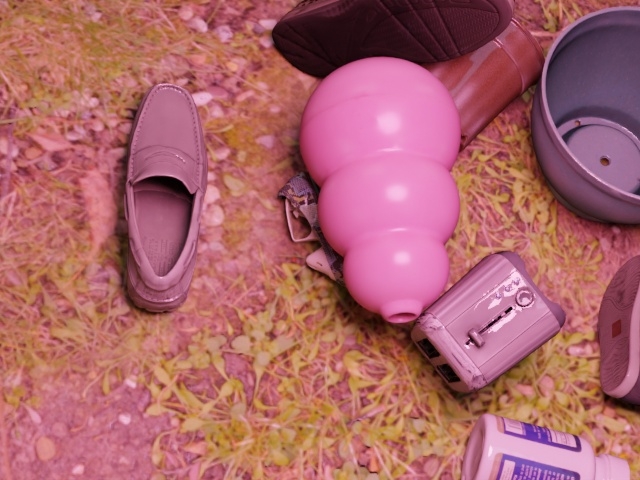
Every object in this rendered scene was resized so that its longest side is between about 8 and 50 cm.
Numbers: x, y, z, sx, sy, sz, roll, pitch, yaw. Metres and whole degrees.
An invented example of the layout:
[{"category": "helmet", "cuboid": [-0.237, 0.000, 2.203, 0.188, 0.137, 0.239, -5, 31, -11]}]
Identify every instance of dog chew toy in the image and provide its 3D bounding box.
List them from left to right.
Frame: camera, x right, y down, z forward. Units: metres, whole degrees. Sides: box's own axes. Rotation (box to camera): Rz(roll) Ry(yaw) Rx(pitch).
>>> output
[{"category": "dog chew toy", "cuboid": [0.084, -0.059, 1.700, 0.207, 0.206, 0.331, -1, 67, -12]}]

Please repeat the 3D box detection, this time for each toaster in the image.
[{"category": "toaster", "cuboid": [0.201, 0.104, 1.697, 0.146, 0.227, 0.129, -37, 88, -7]}]

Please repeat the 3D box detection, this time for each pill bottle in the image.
[{"category": "pill bottle", "cuboid": [0.275, 0.286, 1.670, 0.187, 0.112, 0.112, 15, 63, -4]}]

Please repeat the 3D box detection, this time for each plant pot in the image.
[{"category": "plant pot", "cuboid": [0.193, -0.219, 1.869, 0.167, 0.167, 0.165, 39, 71, 8]}, {"category": "plant pot", "cuboid": [0.410, -0.139, 1.848, 0.293, 0.196, 0.293, 4, 64, -9]}]

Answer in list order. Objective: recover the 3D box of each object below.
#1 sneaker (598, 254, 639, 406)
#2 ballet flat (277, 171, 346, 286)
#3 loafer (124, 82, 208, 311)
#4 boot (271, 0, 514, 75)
[{"category": "sneaker", "cuboid": [0.436, 0.131, 1.806, 0.118, 0.083, 0.222, 28, 54, -19]}, {"category": "ballet flat", "cuboid": [0.000, 0.000, 1.784, 0.070, 0.070, 0.188, -20, 69, -19]}, {"category": "loafer", "cuboid": [-0.194, -0.068, 1.739, 0.112, 0.111, 0.319, 2, 65, -11]}, {"category": "boot", "cuboid": [0.134, -0.367, 1.842, 0.138, 0.377, 0.284, 50, 53, -27]}]
